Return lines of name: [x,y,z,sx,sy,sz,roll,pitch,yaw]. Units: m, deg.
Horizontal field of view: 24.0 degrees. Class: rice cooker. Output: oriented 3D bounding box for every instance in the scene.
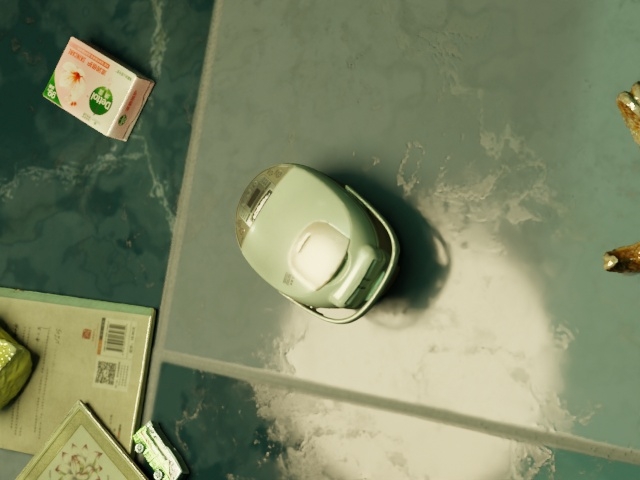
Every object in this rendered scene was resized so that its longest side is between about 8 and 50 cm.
rice cooker: [0.000,0.000,1.703,0.206,0.127,0.145,37,103,22]

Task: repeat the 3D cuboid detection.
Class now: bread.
bread: [-0.437,0.157,1.891,0.114,0.111,0.129,31,73,22]

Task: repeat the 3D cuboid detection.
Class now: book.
book: [-0.343,0.173,1.919,0.282,0.025,0.215,8,87,27]

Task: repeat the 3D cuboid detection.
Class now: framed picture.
framed picture: [-0.312,0.336,1.876,0.173,0.010,0.231,45,110,19]

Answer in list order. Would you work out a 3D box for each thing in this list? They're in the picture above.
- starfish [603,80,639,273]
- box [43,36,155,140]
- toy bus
starfish: [0.421,-0.031,1.497,0.312,0.113,0.303,-16,77,22]
box: [-0.283,-0.194,1.916,0.125,0.043,0.089,31,99,27]
toy bus: [-0.194,0.262,1.828,0.037,0.031,0.083,-42,67,7]
